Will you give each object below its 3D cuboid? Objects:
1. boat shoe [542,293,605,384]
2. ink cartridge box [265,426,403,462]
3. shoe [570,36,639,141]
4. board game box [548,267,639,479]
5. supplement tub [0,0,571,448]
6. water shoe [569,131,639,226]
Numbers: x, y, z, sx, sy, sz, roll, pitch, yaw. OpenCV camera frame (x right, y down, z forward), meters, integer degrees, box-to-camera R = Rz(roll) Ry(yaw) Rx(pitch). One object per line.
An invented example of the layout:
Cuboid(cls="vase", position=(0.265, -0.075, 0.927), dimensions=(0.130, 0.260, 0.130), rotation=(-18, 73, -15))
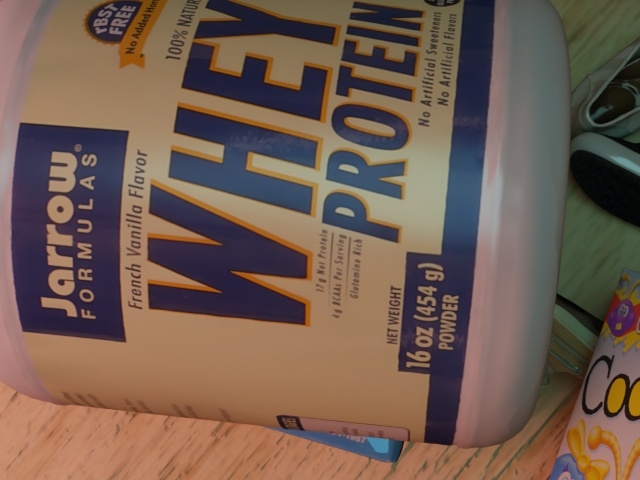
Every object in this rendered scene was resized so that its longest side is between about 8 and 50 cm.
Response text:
Cuboid(cls="boat shoe", position=(0.184, 0.082, 0.770), dimensions=(0.190, 0.068, 0.072), rotation=(32, 98, 8))
Cuboid(cls="ink cartridge box", position=(0.000, 0.000, 0.729), dimensions=(0.198, 0.197, 0.270), rotation=(15, 85, 8))
Cuboid(cls="shoe", position=(0.296, -0.145, 0.789), dimensions=(0.219, 0.058, 0.077), rotation=(-33, 81, 1))
Cuboid(cls="board game box", position=(0.256, 0.177, 0.671), dimensions=(0.142, 0.144, 0.275), rotation=(20, 89, -17))
Cuboid(cls="supplement tub", position=(-0.047, -0.023, 0.517), dimensions=(0.324, 0.235, 0.236), rotation=(5, 83, 7))
Cuboid(cls="water shoe", position=(0.296, -0.046, 0.780), dimensions=(0.203, 0.073, 0.080), rotation=(27, 67, 3))
